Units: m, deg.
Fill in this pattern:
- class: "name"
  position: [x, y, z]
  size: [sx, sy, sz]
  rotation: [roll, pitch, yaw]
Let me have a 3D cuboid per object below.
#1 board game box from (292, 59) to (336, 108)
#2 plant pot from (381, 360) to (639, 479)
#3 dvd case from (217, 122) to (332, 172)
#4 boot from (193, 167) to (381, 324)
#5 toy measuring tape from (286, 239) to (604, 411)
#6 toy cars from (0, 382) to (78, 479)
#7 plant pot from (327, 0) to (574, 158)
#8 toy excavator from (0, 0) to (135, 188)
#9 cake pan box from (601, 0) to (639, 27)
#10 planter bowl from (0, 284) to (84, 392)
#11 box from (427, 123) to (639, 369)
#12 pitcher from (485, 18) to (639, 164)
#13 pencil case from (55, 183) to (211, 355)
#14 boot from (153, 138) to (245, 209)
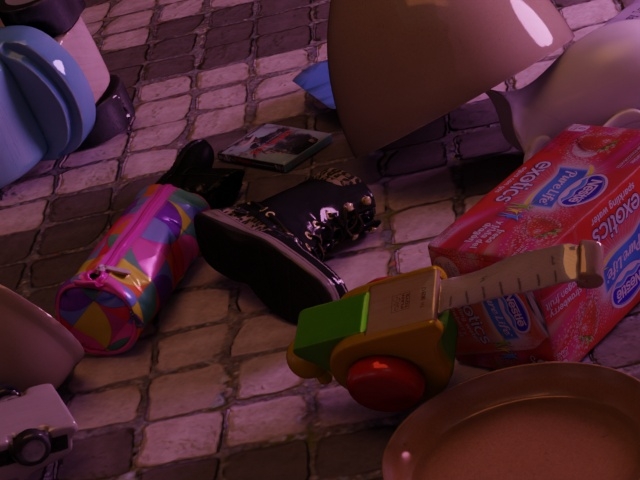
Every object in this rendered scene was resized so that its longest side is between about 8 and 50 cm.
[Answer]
- class: "board game box"
  position: [0.049, -0.190, 2.233]
  size: [0.133, 0.033, 0.168]
  rotation: [-19, 31, -20]
- class: "plant pot"
  position: [0.168, 0.176, 1.440]
  size: [0.236, 0.032, 0.236]
  rotation: [-13, 26, 6]
- class: "dvd case"
  position: [-0.056, -0.114, 2.158]
  size: [0.119, 0.013, 0.087]
  rotation: [12, 37, 45]
- class: "boot"
  position: [-0.001, -0.002, 1.828]
  size: [0.178, 0.085, 0.236]
  rotation: [-23, 32, -29]
- class: "toy measuring tape"
  position: [0.115, 0.077, 1.530]
  size: [0.330, 0.121, 0.121]
  rotation: [-17, 22, 32]
- class: "toy cars"
  position: [-0.362, 0.247, 1.534]
  size: [0.176, 0.087, 0.394]
  rotation: [11, 31, 22]
- class: "plant pot"
  position: [0.119, -0.244, 2.002]
  size: [0.284, 0.191, 0.284]
  rotation: [-28, 4, 2]
- class: "toy excavator"
  position: [-0.522, -0.132, 2.259]
  size: [0.433, 0.222, 0.445]
  rotation: [-1, 38, 30]
- class: "cake pan box"
  position: [0.475, -0.250, 2.070]
  size: [0.246, 0.070, 0.267]
  rotation: [5, 29, 39]
- class: "planter bowl"
  position: [-0.326, 0.115, 1.715]
  size: [0.162, 0.162, 0.109]
  rotation: [11, 63, 43]
- class: "box"
  position: [0.229, 0.004, 1.636]
  size: [0.122, 0.128, 0.257]
  rotation: [9, 35, 40]
- class: "pitcher"
  position: [0.301, -0.145, 1.921]
  size: [0.207, 0.125, 0.178]
  rotation: [-24, 38, 6]
- class: "pencil case"
  position: [-0.194, 0.026, 1.859]
  size: [0.104, 0.104, 0.236]
  rotation: [-5, 27, 21]
- class: "boot"
  position: [-0.133, -0.077, 2.090]
  size: [0.099, 0.045, 0.121]
  rotation: [2, 38, 36]
